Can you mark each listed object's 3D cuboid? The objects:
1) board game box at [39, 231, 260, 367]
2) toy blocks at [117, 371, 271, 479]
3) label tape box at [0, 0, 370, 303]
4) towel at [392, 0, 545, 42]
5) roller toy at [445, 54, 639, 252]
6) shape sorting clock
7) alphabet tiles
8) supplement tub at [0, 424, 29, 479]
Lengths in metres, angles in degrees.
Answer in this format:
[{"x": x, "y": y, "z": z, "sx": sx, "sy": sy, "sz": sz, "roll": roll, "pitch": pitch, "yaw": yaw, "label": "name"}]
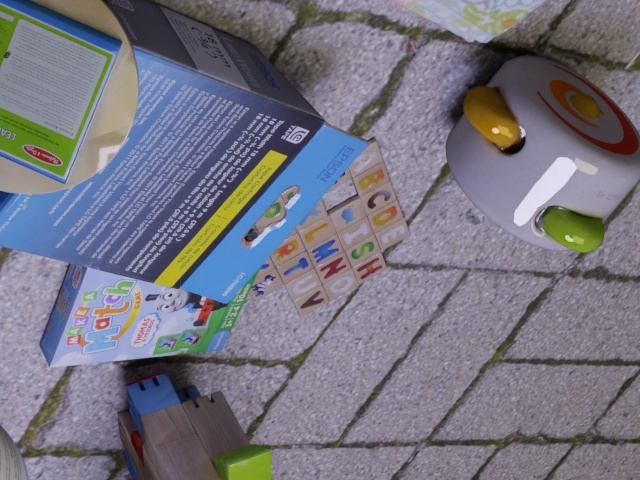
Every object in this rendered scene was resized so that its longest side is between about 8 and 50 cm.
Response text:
[{"x": -0.179, "y": 0.063, "z": 1.955, "sx": 0.211, "sy": 0.039, "sz": 0.160, "roll": -3, "pitch": 138, "yaw": -31, "label": "board game box"}, {"x": -0.148, "y": 0.289, "z": 2.099, "sx": 0.190, "sy": 0.261, "sz": 0.381, "roll": -18, "pitch": 137, "yaw": -17, "label": "toy blocks"}, {"x": -0.151, "y": -0.083, "z": 1.735, "sx": 0.240, "sy": 0.106, "sz": 0.333, "roll": -47, "pitch": 143, "yaw": 20, "label": "label tape box"}, {"x": 0.173, "y": -0.347, "z": 1.639, "sx": 0.374, "sy": 0.090, "sz": 0.320, "roll": -39, "pitch": 147, "yaw": 26, "label": "towel"}, {"x": 0.243, "y": -0.100, "z": 1.956, "sx": 0.146, "sy": 0.209, "sz": 0.191, "roll": -53, "pitch": 180, "yaw": 28, "label": "roller toy"}, {"x": -0.255, "y": -0.137, "z": 1.551, "sx": 0.206, "sy": 0.040, "sz": 0.206, "roll": 1, "pitch": 108, "yaw": 4, "label": "shape sorting clock"}, {"x": 0.000, "y": 0.000, "z": 2.050, "sx": 0.198, "sy": 0.009, "sz": 0.237, "roll": -30, "pitch": 146, "yaw": -4, "label": "alphabet tiles"}, {"x": -0.428, "y": 0.234, "z": 1.803, "sx": 0.235, "sy": 0.235, "sz": 0.325, "roll": -30, "pitch": 146, "yaw": -3, "label": "supplement tub"}]
